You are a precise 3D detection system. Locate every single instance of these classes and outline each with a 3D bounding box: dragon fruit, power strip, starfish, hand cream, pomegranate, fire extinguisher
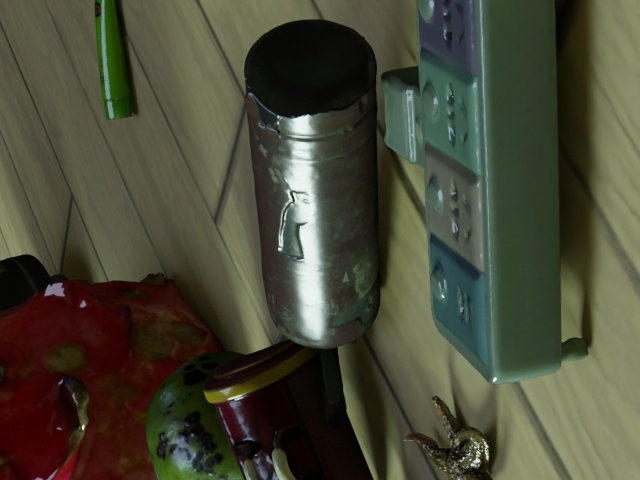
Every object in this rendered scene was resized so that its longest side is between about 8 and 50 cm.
[{"bbox_3d":[-0.237,0.202,1.372,0.386,0.249,0.371,40,116,38],"label":"dragon fruit"},{"bbox_3d":[0.078,-0.053,0.860,0.145,0.061,0.216,-136,39,-63],"label":"power strip"},{"bbox_3d":[0.075,0.130,0.986,0.091,0.028,0.078,-151,58,-64],"label":"starfish"},{"bbox_3d":[-0.172,-0.161,1.407,0.036,0.023,0.122,-164,67,-68],"label":"hand cream"},{"bbox_3d":[-0.050,0.122,1.180,0.161,0.122,0.122,-48,53,30],"label":"pomegranate"},{"bbox_3d":[0.000,0.000,0.993,0.268,0.072,0.089,87,174,-50],"label":"fire extinguisher"}]

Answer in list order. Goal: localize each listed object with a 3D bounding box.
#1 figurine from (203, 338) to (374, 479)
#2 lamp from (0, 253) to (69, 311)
[{"bbox_3d":[-0.018,0.147,1.080,0.098,0.082,0.154,-37,-75,-79],"label":"figurine"},{"bbox_3d":[-0.348,0.120,1.647,0.374,0.272,0.205,58,158,-8],"label":"lamp"}]
